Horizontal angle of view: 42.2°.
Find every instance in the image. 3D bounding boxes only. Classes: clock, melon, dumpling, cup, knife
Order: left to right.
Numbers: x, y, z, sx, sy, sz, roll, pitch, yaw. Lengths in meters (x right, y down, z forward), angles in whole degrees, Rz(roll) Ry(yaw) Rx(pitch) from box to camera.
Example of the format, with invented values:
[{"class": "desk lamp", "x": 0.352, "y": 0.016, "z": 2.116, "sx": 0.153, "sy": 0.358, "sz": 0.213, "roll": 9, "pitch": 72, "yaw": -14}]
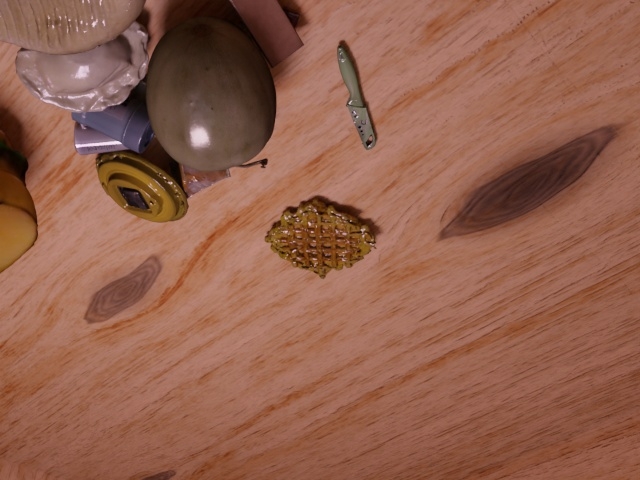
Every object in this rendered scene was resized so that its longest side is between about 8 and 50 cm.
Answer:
[{"class": "dumpling", "x": -0.451, "y": -0.338, "z": 1.593, "sx": 0.258, "sy": 0.147, "sz": 0.193, "roll": -14, "pitch": 128, "yaw": -9}, {"class": "cup", "x": -0.473, "y": -0.234, "z": 1.785, "sx": 0.116, "sy": 0.074, "sz": 0.104, "roll": -4, "pitch": 142, "yaw": 0}, {"class": "clock", "x": -0.415, "y": -0.108, "z": 1.885, "sx": 0.237, "sy": 0.057, "sz": 0.237, "roll": 20, "pitch": 149, "yaw": 13}, {"class": "melon", "x": -0.273, "y": -0.144, "z": 1.878, "sx": 0.140, "sy": 0.093, "sz": 0.202, "roll": -1, "pitch": 147, "yaw": -10}, {"class": "melon", "x": -0.210, "y": -0.275, "z": 1.596, "sx": 0.272, "sy": 0.271, "sz": 0.307, "roll": 4, "pitch": 110, "yaw": -4}, {"class": "knife", "x": 0.072, "y": -0.294, "z": 1.744, "sx": 0.043, "sy": 0.019, "sz": 0.293, "roll": -12, "pitch": 139, "yaw": 12}]

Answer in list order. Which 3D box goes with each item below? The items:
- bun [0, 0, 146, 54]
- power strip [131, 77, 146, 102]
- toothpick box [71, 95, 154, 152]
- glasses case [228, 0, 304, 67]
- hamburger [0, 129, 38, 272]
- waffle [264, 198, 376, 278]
[{"class": "bun", "x": -0.456, "y": -0.469, "z": 1.361, "sx": 0.362, "sy": 0.234, "sz": 0.326, "roll": -9, "pitch": 154, "yaw": 21}, {"class": "power strip", "x": -0.302, "y": -0.287, "z": 1.752, "sx": 0.253, "sy": 0.027, "sz": 0.060, "roll": 20, "pitch": 136, "yaw": -21}, {"class": "toothpick box", "x": -0.417, "y": -0.257, "z": 1.701, "sx": 0.153, "sy": 0.101, "sz": 0.101, "roll": 27, "pitch": 137, "yaw": 0}, {"class": "glasses case", "x": -0.105, "y": -0.434, "z": 1.558, "sx": 0.102, "sy": 0.070, "sz": 0.193, "roll": -37, "pitch": 131, "yaw": 0}, {"class": "hamburger", "x": -0.810, "y": -0.095, "z": 1.742, "sx": 0.396, "sy": 0.277, "sz": 0.395, "roll": -24, "pitch": 159, "yaw": -10}, {"class": "waffle", "x": 0.000, "y": -0.001, "z": 2.070, "sx": 0.254, "sy": 0.052, "sz": 0.245, "roll": 29, "pitch": 134, "yaw": -27}]
